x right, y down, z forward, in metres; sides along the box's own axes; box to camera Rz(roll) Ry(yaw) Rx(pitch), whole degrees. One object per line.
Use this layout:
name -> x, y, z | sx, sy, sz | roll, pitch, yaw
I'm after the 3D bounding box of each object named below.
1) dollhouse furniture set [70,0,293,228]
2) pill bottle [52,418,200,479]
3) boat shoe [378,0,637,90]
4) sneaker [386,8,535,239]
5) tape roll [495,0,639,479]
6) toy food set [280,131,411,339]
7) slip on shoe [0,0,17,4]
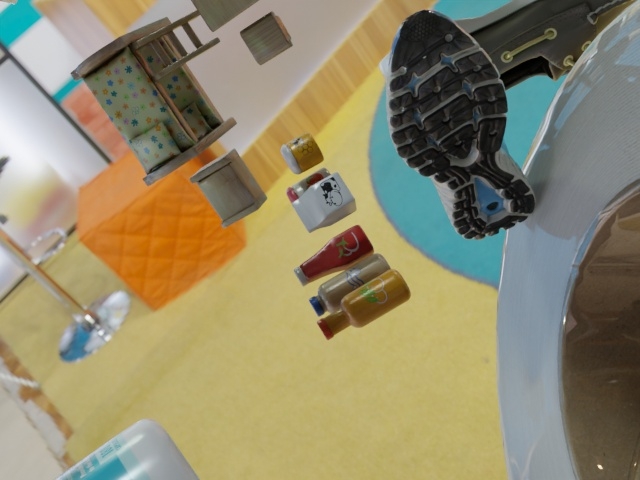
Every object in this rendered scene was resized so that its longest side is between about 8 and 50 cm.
dollhouse furniture set -> -0.079, -0.109, 0.735 | 0.161, 0.182, 0.101 | -28, 13, 25
pill bottle -> -0.214, 0.282, 0.762 | 0.264, 0.146, 0.146 | -34, 28, -16
boat shoe -> 0.213, -0.197, 0.891 | 0.305, 0.091, 0.109 | -22, -5, 12
sneaker -> 0.070, -0.068, 0.507 | 0.063, 0.162, 0.073 | -23, 50, 7
tape roll -> 0.193, 0.071, 0.416 | 0.072, 0.392, 0.392 | 1, 29, -13
toy food set -> 0.000, 0.000, 1.026 | 0.104, 0.111, 0.232 | -30, 75, -4
slip on shoe -> -0.239, -0.300, 0.683 | 0.331, 0.101, 0.123 | -31, 41, 56
